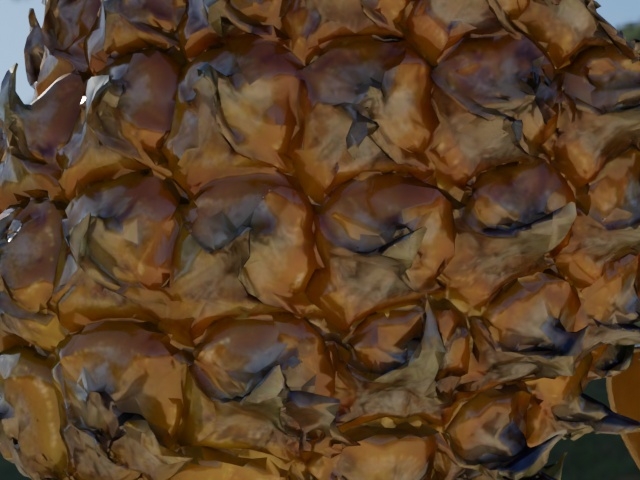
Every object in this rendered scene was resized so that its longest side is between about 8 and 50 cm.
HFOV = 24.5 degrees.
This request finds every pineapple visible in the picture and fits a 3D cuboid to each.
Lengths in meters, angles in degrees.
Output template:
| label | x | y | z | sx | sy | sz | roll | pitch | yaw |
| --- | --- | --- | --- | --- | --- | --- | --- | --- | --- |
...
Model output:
| label | x | y | z | sx | sy | sz | roll | pitch | yaw |
| --- | --- | --- | --- | --- | --- | --- | --- | --- | --- |
| pineapple | 0.001 | 0.001 | 0.686 | 0.352 | 0.300 | 0.352 | 27 | 2 | -1 |

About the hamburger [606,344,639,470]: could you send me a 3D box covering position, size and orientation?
| label | x | y | z | sx | sy | sz | roll | pitch | yaw |
| --- | --- | --- | --- | --- | --- | --- | --- | --- | --- |
| hamburger | 0.304 | 0.084 | 0.756 | 0.212 | 0.274 | 0.274 | -37 | 1 | -14 |
